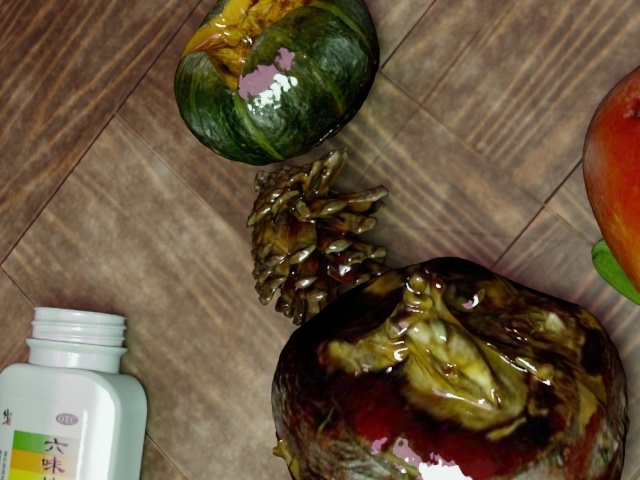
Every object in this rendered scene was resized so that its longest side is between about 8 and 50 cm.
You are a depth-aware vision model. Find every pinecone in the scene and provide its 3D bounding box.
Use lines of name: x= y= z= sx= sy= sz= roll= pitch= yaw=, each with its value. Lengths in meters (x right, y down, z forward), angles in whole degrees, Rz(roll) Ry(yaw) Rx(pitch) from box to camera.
pinecone: x=-0.004 y=-0.001 z=1.304 sx=0.149 sy=0.179 sz=0.195 roll=-1 pitch=88 yaw=-6

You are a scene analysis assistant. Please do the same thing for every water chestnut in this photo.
water chestnut: x=0.114 y=0.144 z=1.136 sx=0.335 sy=0.347 sz=0.335 roll=-4 pitch=39 yaw=3

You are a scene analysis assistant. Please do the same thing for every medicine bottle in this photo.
medicine bottle: x=-0.295 y=0.241 z=1.425 sx=0.179 sy=0.124 sz=0.324 roll=4 pitch=82 yaw=25

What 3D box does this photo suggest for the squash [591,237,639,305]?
squash: x=0.367 y=0.066 z=1.175 sx=0.258 sy=0.069 sz=0.069 roll=35 pitch=97 yaw=26

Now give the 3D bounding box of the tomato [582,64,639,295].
tomato: x=0.396 y=-0.079 z=1.107 sx=0.338 sy=0.144 sz=0.338 roll=-8 pitch=66 yaw=19

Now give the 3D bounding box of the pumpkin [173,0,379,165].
pumpkin: x=-0.044 y=-0.185 z=1.339 sx=0.238 sy=0.159 sz=0.238 roll=-20 pitch=46 yaw=22
